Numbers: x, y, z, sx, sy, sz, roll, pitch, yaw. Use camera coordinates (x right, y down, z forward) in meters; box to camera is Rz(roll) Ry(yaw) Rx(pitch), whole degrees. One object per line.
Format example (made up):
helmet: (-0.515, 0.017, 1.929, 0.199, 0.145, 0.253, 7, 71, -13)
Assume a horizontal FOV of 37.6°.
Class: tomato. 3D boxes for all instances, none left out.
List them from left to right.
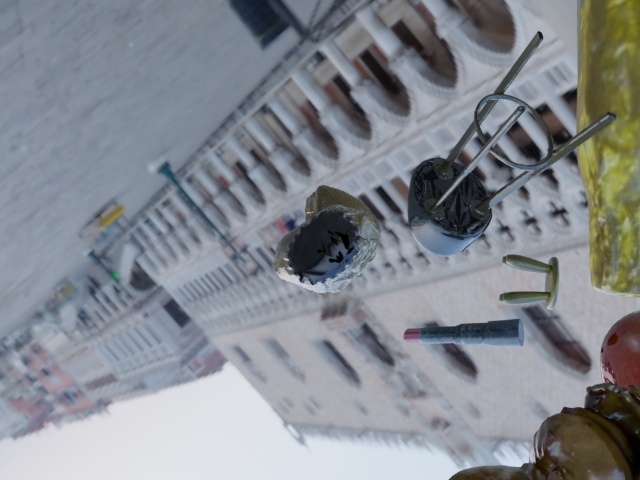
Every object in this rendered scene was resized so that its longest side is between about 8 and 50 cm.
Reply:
tomato: (0.446, 0.174, 1.206, 0.187, 0.187, 0.151, -45, -169, -31)

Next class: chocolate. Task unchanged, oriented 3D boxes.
chocolate: (0.347, -0.161, 1.024, 0.162, 0.162, 0.446, -168, -97, -81)

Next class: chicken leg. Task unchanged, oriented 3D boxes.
chicken leg: (0.256, 0.248, 0.849, 0.182, 0.409, 0.295, 44, -56, 46)

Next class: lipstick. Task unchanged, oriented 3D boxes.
lipstick: (0.276, 0.186, 1.831, 0.234, 0.054, 0.053, -6, -158, 22)

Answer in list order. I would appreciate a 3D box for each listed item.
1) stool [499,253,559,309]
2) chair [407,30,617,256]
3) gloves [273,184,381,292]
stool: (0.432, 0.084, 1.944, 0.135, 0.110, 0.134, -78, 169, -47)
chair: (0.155, -0.081, 0.863, 0.104, 0.095, 0.221, 4, 146, -25)
gloves: (0.011, 0.011, 1.678, 0.203, 0.155, 0.356, -49, -172, 5)
